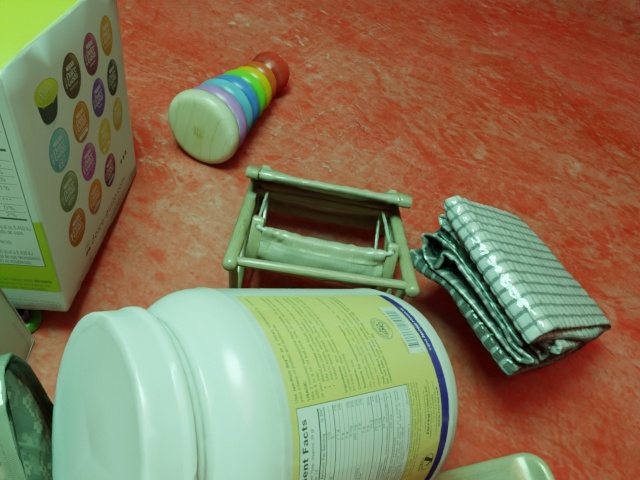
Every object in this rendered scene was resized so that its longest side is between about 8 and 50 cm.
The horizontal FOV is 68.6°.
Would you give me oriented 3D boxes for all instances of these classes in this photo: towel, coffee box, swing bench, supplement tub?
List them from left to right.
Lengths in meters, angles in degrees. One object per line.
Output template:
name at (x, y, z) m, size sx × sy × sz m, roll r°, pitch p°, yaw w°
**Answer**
coffee box at (-0.464, -0.152, 0.596) m, size 0.338 × 0.334 × 0.337 m, roll 6°, pitch 41°, yaw -8°
supplement tub at (-0.050, 0.166, 0.456) m, size 0.331 × 0.241 × 0.241 m, roll 5°, pitch 46°, yaw -43°
swing bench at (0.000, 0.000, 0.717) m, size 0.253 × 0.165 × 0.254 m, roll 9°, pitch 50°, yaw -5°
towel at (0.282, 0.073, 0.701) m, size 0.284 × 0.121 × 0.235 m, roll 6°, pitch 46°, yaw -46°

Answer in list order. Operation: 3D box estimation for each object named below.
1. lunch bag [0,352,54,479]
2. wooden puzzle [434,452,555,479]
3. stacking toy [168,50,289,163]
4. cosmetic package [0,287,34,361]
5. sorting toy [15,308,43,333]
lunch bag at (-0.353, 0.214, 0.389) m, size 0.235 × 0.287 × 0.169 m, roll -10°, pitch 55°, yaw -21°
wooden puzzle at (0.164, 0.410, 0.479) m, size 0.348 × 0.080 × 0.322 m, roll -5°, pitch 54°, yaw -16°
stacking toy at (-0.158, -0.291, 0.953) m, size 0.141 × 0.141 × 0.330 m, roll 24°, pitch 44°, yaw 7°
cosmetic package at (-0.518, 0.116, 0.513) m, size 0.309 × 0.160 × 0.113 m, roll 4°, pitch 51°, yaw -10°
sorting toy at (-0.405, 0.078, 0.643) m, size 0.061 × 0.042 × 0.102 m, roll 15°, pitch 51°, yaw 0°
